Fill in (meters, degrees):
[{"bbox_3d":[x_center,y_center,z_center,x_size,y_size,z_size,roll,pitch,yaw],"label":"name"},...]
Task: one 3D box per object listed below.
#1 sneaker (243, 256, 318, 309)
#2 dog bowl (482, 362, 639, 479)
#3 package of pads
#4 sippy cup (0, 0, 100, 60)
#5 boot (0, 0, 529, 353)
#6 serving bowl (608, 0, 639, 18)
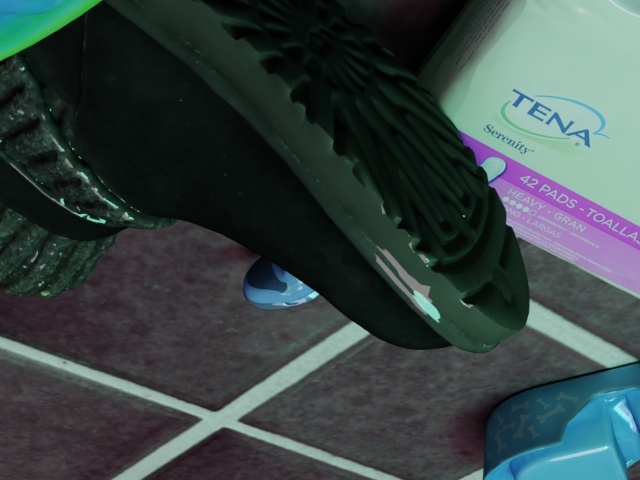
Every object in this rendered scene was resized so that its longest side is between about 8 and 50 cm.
[{"bbox_3d":[0.000,0.000,0.697,0.144,0.053,0.059,-28,136,15],"label":"sneaker"},{"bbox_3d":[0.295,0.186,0.932,0.297,0.074,0.166,-17,139,15],"label":"dog bowl"},{"bbox_3d":[0.218,-0.073,0.537,0.297,0.101,0.229,25,134,-10],"label":"package of pads"},{"bbox_3d":[-0.180,-0.148,0.227,0.306,0.224,0.240,-22,-177,-23],"label":"sippy cup"},{"bbox_3d":[-0.083,-0.025,0.530,0.348,0.131,0.260,45,123,-2],"label":"boot"},{"bbox_3d":[0.151,-0.136,0.408,0.083,0.027,0.083,7,130,8],"label":"serving bowl"}]
